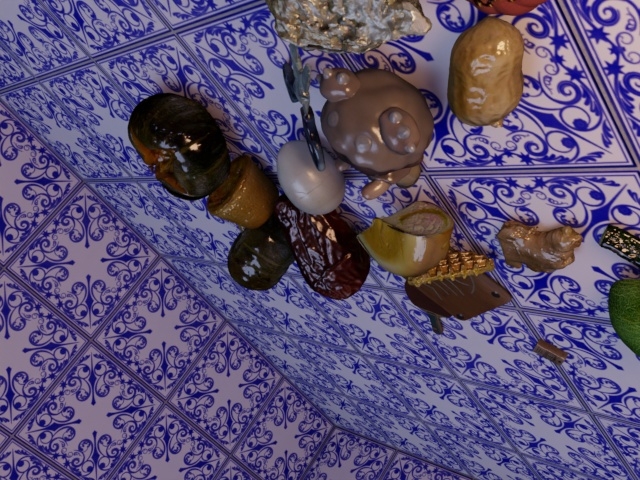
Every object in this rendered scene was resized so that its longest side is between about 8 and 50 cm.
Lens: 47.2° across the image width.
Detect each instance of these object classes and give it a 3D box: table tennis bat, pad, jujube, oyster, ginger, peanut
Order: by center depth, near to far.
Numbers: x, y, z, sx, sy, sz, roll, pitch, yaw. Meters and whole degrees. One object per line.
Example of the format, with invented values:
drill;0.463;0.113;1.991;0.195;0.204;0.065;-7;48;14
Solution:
oyster;0.041;-0.405;1.209;0.268;0.198;0.112;-7;-174;15
peanut;0.274;-0.271;1.211;0.129;0.129;0.224;25;157;25
ginger;0.474;0.017;1.566;0.213;0.074;0.137;-1;138;46
pad;0.341;0.105;1.975;0.286;0.018;0.284;37;154;-5
jujube;0.000;0.000;2.047;0.216;0.216;0.342;-1;130;55
table tennis bat;0.329;0.198;2.179;0.154;0.021;0.274;19;150;32

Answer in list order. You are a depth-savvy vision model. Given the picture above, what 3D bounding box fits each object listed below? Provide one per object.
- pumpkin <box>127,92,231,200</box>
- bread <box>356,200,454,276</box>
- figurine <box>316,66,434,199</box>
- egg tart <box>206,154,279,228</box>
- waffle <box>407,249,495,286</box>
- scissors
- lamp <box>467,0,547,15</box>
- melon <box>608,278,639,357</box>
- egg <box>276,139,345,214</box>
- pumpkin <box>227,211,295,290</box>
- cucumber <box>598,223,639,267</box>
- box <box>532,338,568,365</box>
pumpkin;-0.391;-0.266;2.042;0.320;0.192;0.320;33;154;19
bread;0.209;0.002;1.737;0.261;0.158;0.156;27;131;47
figurine;0.124;-0.205;1.486;0.248;0.203;0.380;45;176;22
egg tart;-0.216;-0.132;2.112;0.147;0.202;0.203;31;162;-29
waffle;0.307;0.071;1.768;0.161;0.192;0.046;22;130;52
scissors;-0.035;-0.297;1.455;0.383;0.029;0.256;97;154;-79
lamp;0.249;-0.389;1.004;0.182;0.140;0.182;33;156;17
melon;0.664;0.182;1.492;0.265;0.129;0.169;33;173;-29
egg;-0.027;-0.157;1.815;0.209;0.151;0.151;49;154;-23
pumpkin;-0.207;0.033;2.345;0.242;0.232;0.325;40;153;-3
cucumber;0.625;0.033;1.409;0.187;0.058;0.058;34;157;7
box;0.618;0.301;1.972;0.083;0.024;0.053;30;157;17
